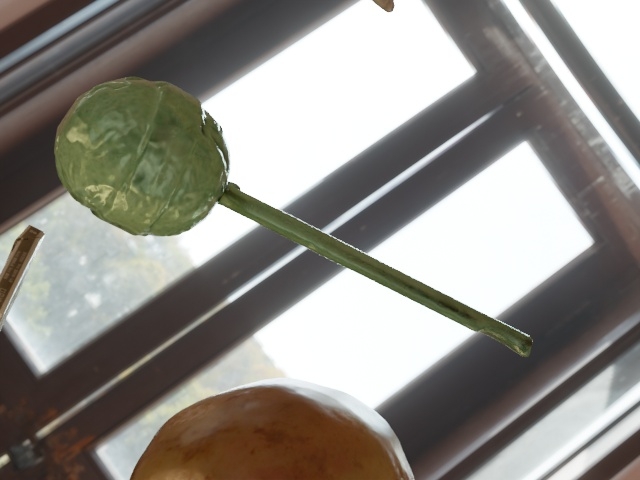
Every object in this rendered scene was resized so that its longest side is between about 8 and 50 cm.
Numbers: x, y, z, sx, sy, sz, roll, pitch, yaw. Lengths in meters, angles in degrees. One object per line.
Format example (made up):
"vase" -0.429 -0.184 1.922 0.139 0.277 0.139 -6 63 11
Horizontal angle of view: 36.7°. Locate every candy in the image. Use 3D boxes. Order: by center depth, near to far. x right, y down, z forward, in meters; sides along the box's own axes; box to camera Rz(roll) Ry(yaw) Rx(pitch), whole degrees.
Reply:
"candy" 0.000 0.000 0.772 0.439 0.119 0.119 25 1 -22

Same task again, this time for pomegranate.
"pomegranate" -0.060 0.316 1.023 0.342 0.342 0.342 52 -11 15

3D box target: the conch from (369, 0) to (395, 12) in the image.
"conch" -0.030 -0.214 0.332 0.275 0.182 0.149 54 8 -49

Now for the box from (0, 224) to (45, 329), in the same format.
"box" -0.381 0.072 1.148 0.029 0.109 0.198 24 24 -14
